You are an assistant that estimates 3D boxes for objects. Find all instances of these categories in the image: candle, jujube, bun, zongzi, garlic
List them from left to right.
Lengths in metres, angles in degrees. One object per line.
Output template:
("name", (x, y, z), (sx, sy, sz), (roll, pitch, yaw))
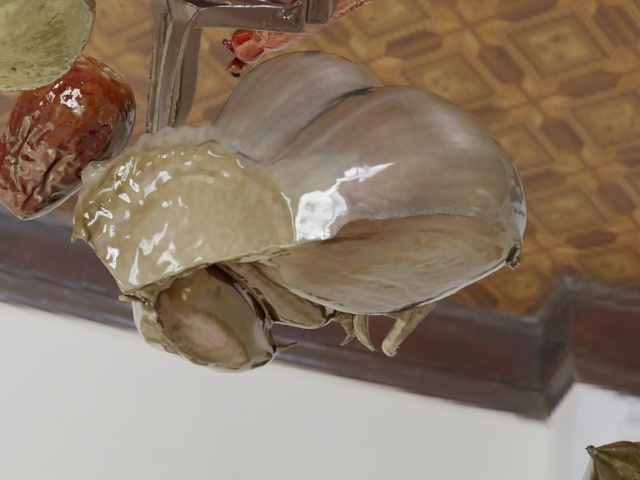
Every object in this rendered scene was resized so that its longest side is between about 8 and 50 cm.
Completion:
("bun", (-0.367, -0.255, 1.336), (0.259, 0.152, 0.259), (30, 155, 16))
("jujube", (-0.387, -0.153, 1.916), (0.255, 0.190, 0.190), (-45, 129, 4))
("candle", (-0.001, -0.264, 1.453), (0.051, 0.048, 0.329), (29, 146, -34))
("garlic", (0.000, 0.000, 0.823), (0.210, 0.237, 0.292), (37, -166, 33))
("zongzi", (0.390, 0.372, 1.841), (0.242, 0.112, 0.221), (12, 127, -43))

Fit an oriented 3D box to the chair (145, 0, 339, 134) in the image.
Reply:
("chair", (-0.074, -0.198, 1.137), (0.183, 0.176, 0.327), (3, 117, 3))
